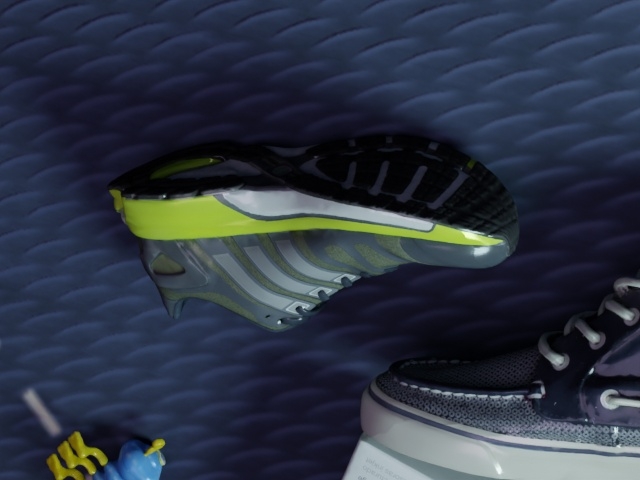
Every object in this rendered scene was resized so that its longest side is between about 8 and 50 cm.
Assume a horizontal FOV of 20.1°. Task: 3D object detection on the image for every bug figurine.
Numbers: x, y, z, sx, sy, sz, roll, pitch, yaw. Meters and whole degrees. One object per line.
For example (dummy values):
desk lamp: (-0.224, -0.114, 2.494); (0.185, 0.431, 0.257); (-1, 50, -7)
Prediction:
bug figurine: (-0.151, 0.296, 1.414); (0.216, 0.072, 0.279); (-39, 65, 29)

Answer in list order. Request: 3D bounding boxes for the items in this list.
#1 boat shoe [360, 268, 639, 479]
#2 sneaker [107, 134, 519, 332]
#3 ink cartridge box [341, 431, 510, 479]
boat shoe: (0.196, 0.074, 1.194); (0.341, 0.127, 0.158); (5, 104, 14)
sneaker: (0.000, 0.000, 1.263); (0.300, 0.111, 0.121); (3, 120, 29)
ink cartridge box: (0.073, 0.248, 1.316); (0.160, 0.092, 0.219); (28, 117, 13)
